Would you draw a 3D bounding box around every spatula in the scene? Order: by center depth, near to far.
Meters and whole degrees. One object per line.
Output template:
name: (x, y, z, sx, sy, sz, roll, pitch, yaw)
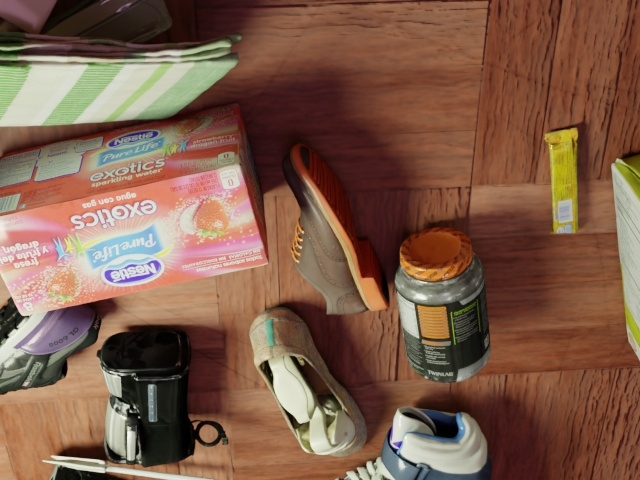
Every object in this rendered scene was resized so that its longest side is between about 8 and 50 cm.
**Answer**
spatula: (-0.272, 0.332, 1.378, 0.242, 0.019, 0.168, 9, 163, -9)

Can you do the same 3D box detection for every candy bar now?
candy bar: (0.311, -0.071, 1.217, 0.040, 0.018, 0.161, -9, 126, 5)

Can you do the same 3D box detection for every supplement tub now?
supplement tub: (0.161, 0.084, 1.252, 0.117, 0.117, 0.190, -10, 125, 2)

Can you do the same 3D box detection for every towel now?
towel: (-0.267, -0.156, 0.940, 0.325, 0.248, 0.038, -7, 85, -28)

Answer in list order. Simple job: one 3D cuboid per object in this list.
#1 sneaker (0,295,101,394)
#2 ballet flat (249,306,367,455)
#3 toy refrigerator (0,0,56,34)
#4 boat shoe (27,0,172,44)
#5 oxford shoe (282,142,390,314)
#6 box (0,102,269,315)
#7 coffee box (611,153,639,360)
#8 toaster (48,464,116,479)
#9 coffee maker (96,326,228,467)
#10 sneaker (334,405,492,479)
sneaker: (-0.410, 0.175, 1.273, 0.283, 0.107, 0.124, -39, 126, 20)
ballet flat: (-0.017, 0.234, 1.346, 0.107, 0.106, 0.316, -24, 124, 11)
toy refrigerator: (-0.240, -0.330, 0.872, 0.094, 0.102, 0.269, 29, 95, -22)
boat shoe: (-0.264, -0.203, 1.032, 0.227, 0.079, 0.081, -28, 119, 10)
oxford shoe: (0.000, 0.000, 1.193, 0.098, 0.097, 0.271, -17, 125, 14)
box: (-0.221, -0.038, 1.109, 0.300, 0.154, 0.142, -12, 126, 2)
coffee box: (0.581, 0.073, 1.148, 0.337, 0.338, 0.334, -15, 124, 5)
toaster: (-0.344, 0.442, 1.427, 0.185, 0.168, 0.110, 24, 122, -19)
coffee maker: (-0.219, 0.212, 1.322, 0.171, 0.120, 0.178, -13, 131, -27)
sneaker: (0.095, 0.345, 1.435, 0.322, 0.130, 0.236, -9, 117, 5)
